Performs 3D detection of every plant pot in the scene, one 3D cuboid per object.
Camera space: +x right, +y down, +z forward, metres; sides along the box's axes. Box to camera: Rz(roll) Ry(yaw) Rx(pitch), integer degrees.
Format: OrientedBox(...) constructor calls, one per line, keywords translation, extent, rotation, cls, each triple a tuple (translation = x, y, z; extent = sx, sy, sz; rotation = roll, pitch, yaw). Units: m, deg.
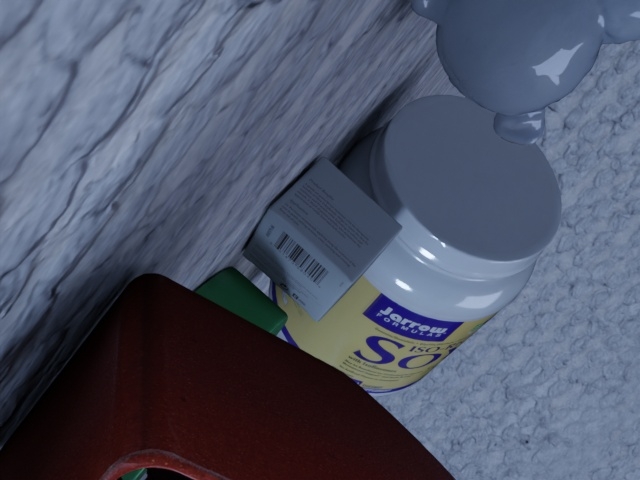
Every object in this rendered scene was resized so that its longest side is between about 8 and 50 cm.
OrientedBox(translation=(-0.072, 0.176, 0.546), extent=(0.267, 0.267, 0.236), rotation=(-50, -152, 17), cls="plant pot")

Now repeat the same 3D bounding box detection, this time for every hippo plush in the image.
OrientedBox(translation=(0.208, -0.163, 0.656), extent=(0.236, 0.234, 0.294), rotation=(-38, -161, 23), cls="hippo plush")

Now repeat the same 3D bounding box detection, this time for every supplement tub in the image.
OrientedBox(translation=(0.097, 0.015, 1.077), extent=(0.241, 0.241, 0.331), rotation=(-46, 175, -37), cls="supplement tub")

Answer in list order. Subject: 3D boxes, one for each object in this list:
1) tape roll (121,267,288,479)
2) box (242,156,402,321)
OrientedBox(translation=(-0.162, 0.169, 0.912), extent=(0.321, 0.077, 0.321), rotation=(-48, 175, -5), cls="tape roll")
OrientedBox(translation=(0.000, 0.000, 0.879), extent=(0.087, 0.101, 0.102), rotation=(-47, 177, -32), cls="box")
